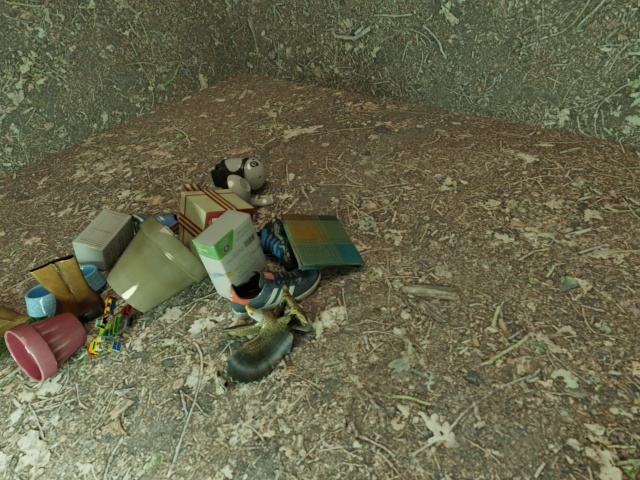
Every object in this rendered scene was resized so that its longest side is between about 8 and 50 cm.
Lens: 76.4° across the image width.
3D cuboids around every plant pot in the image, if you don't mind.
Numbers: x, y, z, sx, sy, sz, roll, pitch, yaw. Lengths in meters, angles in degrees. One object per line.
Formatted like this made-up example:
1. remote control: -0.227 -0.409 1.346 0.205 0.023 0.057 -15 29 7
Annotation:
1. plant pot: -0.922 0.347 1.389 0.201 0.202 0.180 15 30 27
2. plant pot: -0.627 0.110 1.541 0.323 0.323 0.280 30 70 39

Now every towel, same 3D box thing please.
1. towel: 0.000 0.000 1.648 0.271 0.040 0.370 2 33 -21

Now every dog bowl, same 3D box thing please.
1. dog bowl: -1.022 0.191 1.628 0.165 0.074 0.297 12 32 34

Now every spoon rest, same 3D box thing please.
1. spoon rest: -0.337 -0.219 1.905 0.084 0.276 0.137 -28 62 26

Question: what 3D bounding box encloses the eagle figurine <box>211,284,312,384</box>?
1. eagle figurine: -0.186 0.289 1.322 0.298 0.225 0.226 -45 -1 3

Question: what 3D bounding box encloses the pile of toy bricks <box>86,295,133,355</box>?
1. pile of toy bricks: -0.763 0.319 1.461 0.105 0.118 0.212 -26 50 26

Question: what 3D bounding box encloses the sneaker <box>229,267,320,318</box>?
1. sneaker: -0.163 0.154 1.471 0.349 0.148 0.131 -24 41 -16

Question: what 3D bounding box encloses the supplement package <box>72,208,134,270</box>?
1. supplement package: -0.967 -0.006 1.826 0.138 0.134 0.244 15 42 0

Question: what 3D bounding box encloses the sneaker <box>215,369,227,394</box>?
1. sneaker: -0.308 0.438 1.260 0.036 0.032 0.083 -7 42 -17

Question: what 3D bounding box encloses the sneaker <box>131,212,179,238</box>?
1. sneaker: -0.745 -0.059 1.899 0.329 0.130 0.147 17 32 25

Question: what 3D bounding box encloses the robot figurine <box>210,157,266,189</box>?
1. robot figurine: -0.421 -0.343 2.104 0.278 0.173 0.209 0 75 13

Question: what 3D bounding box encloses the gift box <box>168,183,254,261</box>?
1. gift box: -0.458 -0.083 1.681 0.276 0.255 0.258 -3 27 -42

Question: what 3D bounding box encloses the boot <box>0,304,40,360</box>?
1. boot: -1.242 0.346 1.533 0.269 0.089 0.236 7 30 19

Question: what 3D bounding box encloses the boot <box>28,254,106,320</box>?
1. boot: -0.957 0.216 1.466 0.264 0.281 0.096 -26 41 -18

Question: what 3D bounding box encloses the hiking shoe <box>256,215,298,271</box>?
1. hiking shoe: -0.175 0.037 1.673 0.132 0.113 0.304 -36 41 8

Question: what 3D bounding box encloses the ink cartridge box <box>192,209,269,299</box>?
1. ink cartridge box: -0.326 0.058 1.523 0.117 0.278 0.201 14 45 31

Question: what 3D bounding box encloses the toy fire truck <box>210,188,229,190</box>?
1. toy fire truck: -0.471 -0.200 1.990 0.216 0.159 0.247 -9 50 2
